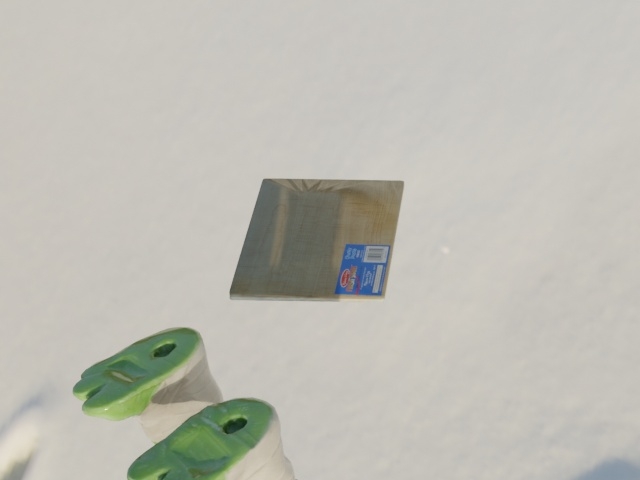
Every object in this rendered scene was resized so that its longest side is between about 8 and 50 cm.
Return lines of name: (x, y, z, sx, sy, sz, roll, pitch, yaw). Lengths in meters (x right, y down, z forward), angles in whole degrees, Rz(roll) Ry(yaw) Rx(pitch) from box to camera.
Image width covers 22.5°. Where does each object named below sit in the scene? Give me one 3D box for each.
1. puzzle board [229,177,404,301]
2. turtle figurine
puzzle board: (0.000, 0.000, 1.031, 0.128, 0.096, 0.011, -77, -14, -53)
turtle figurine: (-0.065, 0.200, 0.812, 0.275, 0.266, 0.198, -12, 30, 14)
